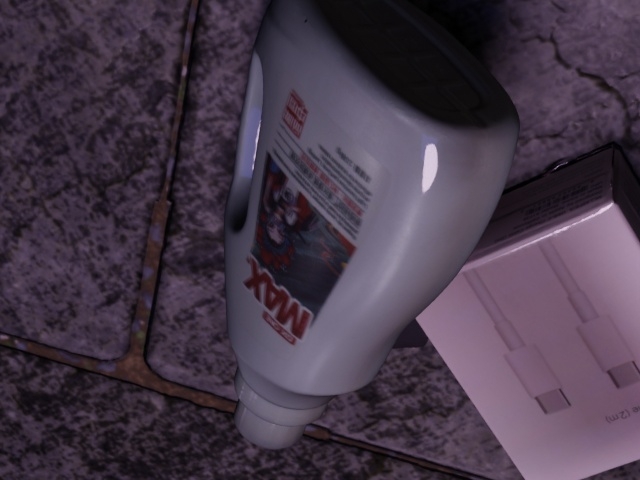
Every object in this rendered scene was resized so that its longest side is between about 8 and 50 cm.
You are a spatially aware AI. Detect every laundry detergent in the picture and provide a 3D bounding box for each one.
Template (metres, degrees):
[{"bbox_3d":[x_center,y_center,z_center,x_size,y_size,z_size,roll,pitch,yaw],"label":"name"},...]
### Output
[{"bbox_3d":[0.000,0.000,1.203,0.264,0.124,0.398,49,135,34],"label":"laundry detergent"}]

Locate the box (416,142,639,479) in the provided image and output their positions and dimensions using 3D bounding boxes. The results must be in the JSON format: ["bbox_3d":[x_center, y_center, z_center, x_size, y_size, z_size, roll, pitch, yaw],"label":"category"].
[{"bbox_3d":[0.216,0.072,1.263,0.203,0.106,0.252,-24,115,24],"label":"box"}]

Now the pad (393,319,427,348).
[{"bbox_3d":[0.015,0.057,1.358,0.157,0.003,0.112,-4,120,15],"label":"pad"}]
